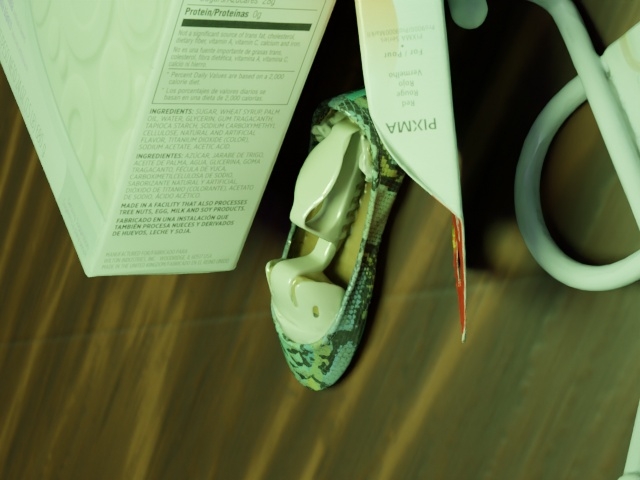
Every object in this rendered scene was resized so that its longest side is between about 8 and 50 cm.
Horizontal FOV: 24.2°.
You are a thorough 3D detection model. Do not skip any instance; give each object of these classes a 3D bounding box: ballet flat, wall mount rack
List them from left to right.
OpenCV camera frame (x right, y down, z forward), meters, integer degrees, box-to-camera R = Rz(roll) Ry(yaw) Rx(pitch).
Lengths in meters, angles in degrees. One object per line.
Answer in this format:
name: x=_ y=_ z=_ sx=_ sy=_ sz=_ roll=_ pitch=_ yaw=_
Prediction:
ballet flat: x=0.000 y=0.000 z=0.845 sx=0.070 sy=0.070 sz=0.188 roll=25 pitch=109 yaw=35
wall mount rack: x=0.186 y=-0.051 z=0.615 sx=0.350 sy=0.130 sz=0.304 roll=-39 pitch=55 yaw=39

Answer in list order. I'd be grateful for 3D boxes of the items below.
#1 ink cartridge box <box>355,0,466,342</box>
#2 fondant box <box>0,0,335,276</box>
ink cartridge box: x=0.045 y=-0.054 z=0.740 sx=0.045 sy=0.145 sz=0.179 roll=-3 pitch=104 yaw=4
fondant box: x=-0.080 y=-0.179 z=0.792 sx=0.238 sy=0.096 sz=0.330 roll=61 pitch=140 yaw=40
